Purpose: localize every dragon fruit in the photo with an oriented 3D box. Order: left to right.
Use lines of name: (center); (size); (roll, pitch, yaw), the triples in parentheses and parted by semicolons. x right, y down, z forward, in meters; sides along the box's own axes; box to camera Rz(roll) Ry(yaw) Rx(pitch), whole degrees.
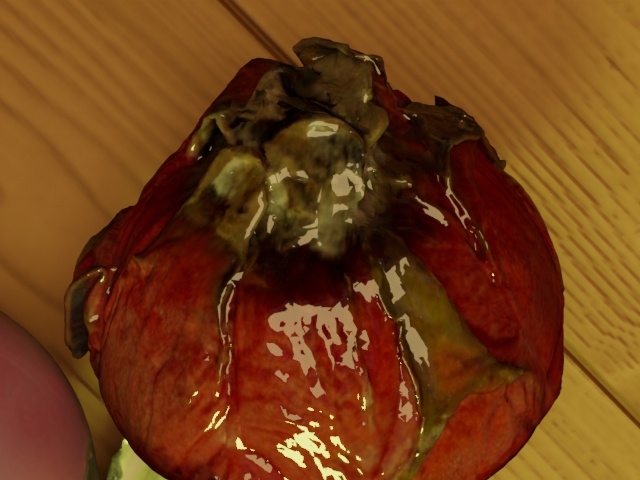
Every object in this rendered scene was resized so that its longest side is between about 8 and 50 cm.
dragon fruit: (0.002, -0.003, 0.834); (0.223, 0.218, 0.148); (-10, 134, -13)

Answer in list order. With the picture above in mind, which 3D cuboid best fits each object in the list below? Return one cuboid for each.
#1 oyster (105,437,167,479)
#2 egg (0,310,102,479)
oyster: (-0.043, 0.117, 0.923); (0.133, 0.072, 0.209); (26, 106, -12)
egg: (-0.231, 0.113, 0.843); (0.271, 0.196, 0.196); (-15, 90, 10)
